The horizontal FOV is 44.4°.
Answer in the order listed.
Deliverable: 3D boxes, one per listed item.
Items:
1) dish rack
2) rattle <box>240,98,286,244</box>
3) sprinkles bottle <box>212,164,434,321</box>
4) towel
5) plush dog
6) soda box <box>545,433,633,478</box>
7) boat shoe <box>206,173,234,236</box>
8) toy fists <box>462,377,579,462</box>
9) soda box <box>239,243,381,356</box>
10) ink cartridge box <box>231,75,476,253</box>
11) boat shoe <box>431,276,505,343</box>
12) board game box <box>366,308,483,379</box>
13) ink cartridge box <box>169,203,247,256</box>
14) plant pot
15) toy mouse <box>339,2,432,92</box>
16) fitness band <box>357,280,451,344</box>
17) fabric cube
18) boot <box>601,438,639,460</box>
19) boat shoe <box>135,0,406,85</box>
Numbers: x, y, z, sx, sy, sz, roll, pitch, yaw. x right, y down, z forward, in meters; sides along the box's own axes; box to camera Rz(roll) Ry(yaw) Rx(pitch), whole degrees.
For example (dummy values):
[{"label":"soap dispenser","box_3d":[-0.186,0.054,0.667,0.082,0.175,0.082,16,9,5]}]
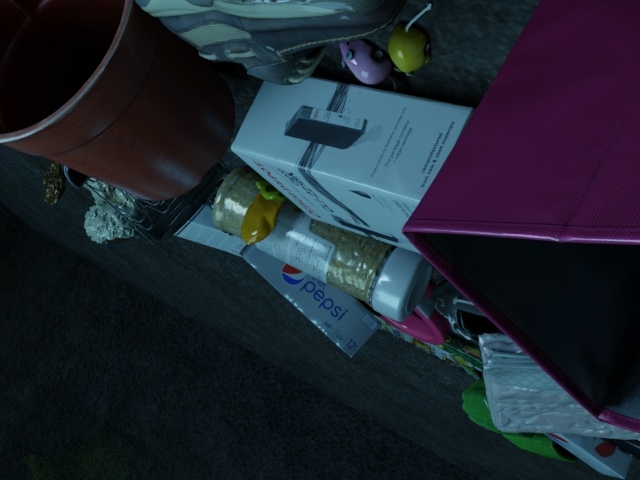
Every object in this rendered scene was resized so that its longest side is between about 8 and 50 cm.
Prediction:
[{"label":"dish rack","box_3d":[-0.272,-0.116,1.278,0.074,0.208,0.271,33,169,45]},{"label":"rattle","box_3d":[-0.091,-0.097,1.123,0.130,0.143,0.199,49,172,9]},{"label":"sprinkles bottle","box_3d":[0.000,0.000,1.247,0.355,0.121,0.121,26,162,20]},{"label":"towel","box_3d":[0.386,0.203,1.036,0.332,0.053,0.317,-1,152,18]},{"label":"plush dog","box_3d":[-0.380,-0.141,1.426,0.225,0.262,0.210,15,124,22]},{"label":"soda box","box_3d":[0.487,0.359,1.475,0.216,0.074,0.069,36,163,-10]},{"label":"boat shoe","box_3d":[-0.170,-0.047,1.496,0.084,0.079,0.233,27,164,11]},{"label":"toy fists","box_3d":[0.402,0.361,1.583,0.279,0.096,0.142,31,160,-30]},{"label":"soda box","box_3d":[-0.021,0.091,1.497,0.286,0.091,0.098,43,175,-8]},{"label":"ink cartridge box","box_3d":[0.065,-0.079,0.886,0.273,0.114,0.197,20,169,36]},{"label":"boat shoe","box_3d":[0.254,0.114,1.163,0.112,0.095,0.335,38,162,-19]},{"label":"board game box","box_3d":[0.213,0.196,1.584,0.260,0.030,0.136,26,160,20]},{"label":"ink cartridge box","box_3d":[-0.217,-0.021,1.733,0.232,0.066,0.189,14,167,-14]},{"label":"plant pot","box_3d":[-0.256,-0.186,0.958,0.272,0.272,0.265,21,171,32]},{"label":"toy mouse","box_3d":[0.039,-0.197,0.781,0.143,0.031,0.161,27,163,17]},{"label":"fitness band","box_3d":[0.127,0.091,1.409,0.209,0.054,0.291,19,158,45]},{"label":"fabric cube","box_3d":[0.261,-0.031,0.471,0.254,0.258,0.259,42,161,-28]},{"label":"boot","box_3d":[0.486,0.286,1.233,0.207,0.094,0.246,21,167,43]},{"label":"boat shoe","box_3d":[-0.037,-0.219,0.709,0.355,0.132,0.130,26,166,50]}]
